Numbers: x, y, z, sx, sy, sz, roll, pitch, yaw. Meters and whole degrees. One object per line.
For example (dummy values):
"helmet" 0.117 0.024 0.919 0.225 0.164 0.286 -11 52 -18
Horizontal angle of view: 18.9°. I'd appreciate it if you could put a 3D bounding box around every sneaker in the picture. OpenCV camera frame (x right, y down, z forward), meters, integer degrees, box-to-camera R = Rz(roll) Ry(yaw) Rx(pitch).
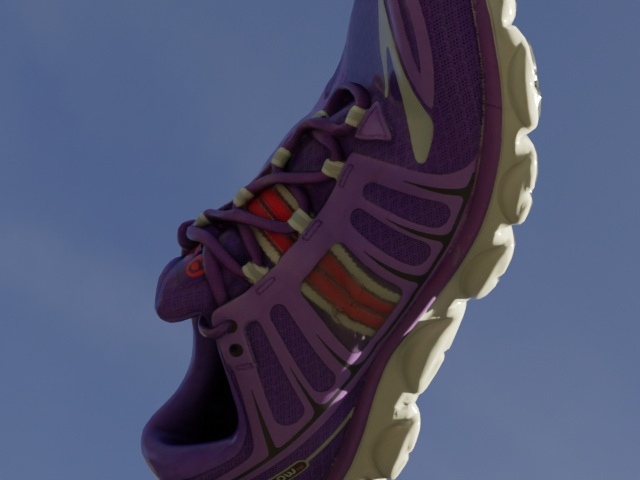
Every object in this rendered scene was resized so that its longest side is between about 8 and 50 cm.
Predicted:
"sneaker" 0.000 0.000 0.456 0.071 0.068 0.170 6 -61 -24
